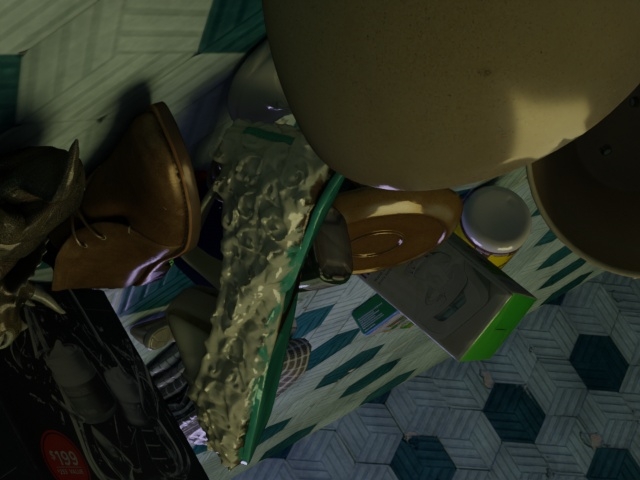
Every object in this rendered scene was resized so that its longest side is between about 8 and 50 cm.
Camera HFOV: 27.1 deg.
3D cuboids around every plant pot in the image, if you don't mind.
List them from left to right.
[{"bbox_3d":[0.064,-0.007,1.635,0.236,0.032,0.236,-10,158,-4],"label":"plant pot"},{"bbox_3d":[0.070,-0.201,0.874,0.284,0.284,0.191,-33,131,4],"label":"plant pot"}]

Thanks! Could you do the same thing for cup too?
[{"bbox_3d":[0.437,-0.134,1.804,0.331,0.331,0.237,-35,-174,11],"label":"cup"}]

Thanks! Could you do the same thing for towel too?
[{"bbox_3d":[-0.175,0.231,2.035,0.283,0.121,0.235,-41,163,34],"label":"towel"}]

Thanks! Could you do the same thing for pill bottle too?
[{"bbox_3d":[0.262,0.002,2.198,0.117,0.117,0.215,-27,165,-21],"label":"pill bottle"}]

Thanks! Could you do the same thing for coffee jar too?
[{"bbox_3d":[-0.055,0.025,1.548,0.184,0.096,0.079,-17,164,36],"label":"coffee jar"}]

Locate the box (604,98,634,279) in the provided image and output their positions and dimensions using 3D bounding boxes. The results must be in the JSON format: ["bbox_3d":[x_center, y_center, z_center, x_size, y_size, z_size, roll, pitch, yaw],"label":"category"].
[{"bbox_3d":[0.494,-0.109,2.003,0.232,0.322,0.058,-35,124,9],"label":"box"}]

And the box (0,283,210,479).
[{"bbox_3d":[-0.288,0.216,1.337,0.179,0.313,0.343,-35,166,12],"label":"box"}]

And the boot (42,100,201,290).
[{"bbox_3d":[-0.185,-0.021,1.199,0.115,0.112,0.305,-14,162,-24],"label":"boot"}]

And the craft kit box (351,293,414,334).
[{"bbox_3d":[0.208,0.085,2.509,0.250,0.061,0.246,-37,163,19],"label":"craft kit box"}]

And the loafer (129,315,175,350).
[{"bbox_3d":[-0.203,0.114,1.763,0.125,0.039,0.045,-13,124,-60],"label":"loafer"}]

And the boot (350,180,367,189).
[{"bbox_3d":[0.134,-0.112,1.606,0.165,0.077,0.213,-37,158,19],"label":"boot"}]

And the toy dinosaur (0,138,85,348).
[{"bbox_3d":[-0.257,-0.022,1.066,0.160,0.121,0.313,-35,168,-46],"label":"toy dinosaur"}]

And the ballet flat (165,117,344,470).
[{"bbox_3d":[-0.077,0.046,1.285,0.147,0.147,0.409,-21,141,-39],"label":"ballet flat"}]

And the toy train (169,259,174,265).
[{"bbox_3d":[-0.165,0.011,1.516,0.023,0.017,0.083,-35,170,-35],"label":"toy train"}]

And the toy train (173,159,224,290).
[{"bbox_3d":[-0.065,-0.054,1.373,0.143,0.105,0.248,-41,168,-37],"label":"toy train"}]

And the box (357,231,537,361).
[{"bbox_3d":[0.171,0.051,1.894,0.127,0.231,0.262,-53,165,7],"label":"box"}]

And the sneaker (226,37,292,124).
[{"bbox_3d":[-0.002,-0.146,1.167,0.080,0.094,0.212,-18,161,-49],"label":"sneaker"}]
